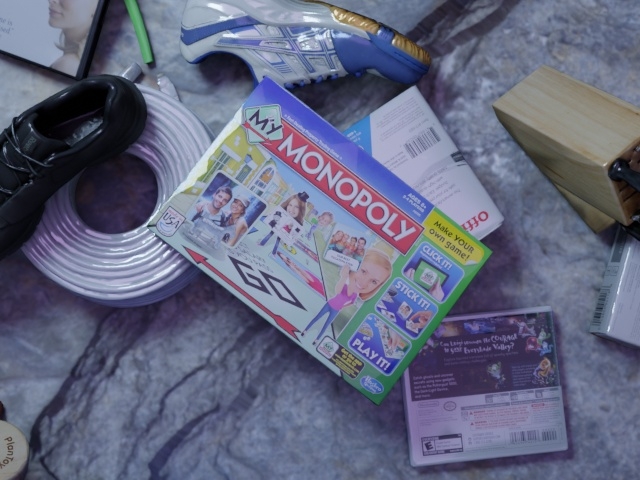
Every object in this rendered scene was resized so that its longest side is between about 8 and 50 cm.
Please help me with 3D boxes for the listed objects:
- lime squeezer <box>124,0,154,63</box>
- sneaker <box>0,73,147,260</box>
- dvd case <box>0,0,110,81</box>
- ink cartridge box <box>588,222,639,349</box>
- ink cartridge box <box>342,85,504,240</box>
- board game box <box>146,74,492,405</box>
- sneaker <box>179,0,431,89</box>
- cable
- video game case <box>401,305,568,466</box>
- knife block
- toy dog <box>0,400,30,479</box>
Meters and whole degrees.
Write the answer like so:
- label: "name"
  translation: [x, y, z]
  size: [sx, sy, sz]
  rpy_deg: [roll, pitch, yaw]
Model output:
- label: "lime squeezer"
  translation: [-0.291, -0.348, 1.227]
  size: [0.310, 0.059, 0.110]
  rpy_deg: [40, 83, -1]
- label: "sneaker"
  translation: [-0.310, -0.079, 1.078]
  size: [0.286, 0.130, 0.109]
  rpy_deg: [-45, 90, -3]
- label: "dvd case"
  translation: [-0.320, -0.332, 1.198]
  size: [0.180, 0.022, 0.253]
  rpy_deg: [20, 100, 4]
- label: "ink cartridge box"
  translation: [0.425, 0.070, 1.260]
  size: [0.179, 0.045, 0.146]
  rpy_deg: [20, 83, -21]
- label: "ink cartridge box"
  translation: [0.102, -0.061, 1.216]
  size: [0.139, 0.082, 0.191]
  rpy_deg: [-33, 90, -6]
- label: "board game box"
  translation: [0.000, 0.000, 1.138]
  size: [0.317, 0.046, 0.213]
  rpy_deg: [37, 85, -2]
- label: "sneaker"
  translation: [-0.021, -0.223, 1.225]
  size: [0.296, 0.112, 0.131]
  rpy_deg: [18, 101, -1]
- label: "cable"
  translation: [-0.229, -0.054, 1.188]
  size: [0.257, 0.089, 0.257]
  rpy_deg: [-37, 89, -6]
- label: "video game case"
  translation: [0.191, 0.172, 1.234]
  size: [0.190, 0.022, 0.173]
  rpy_deg: [-5, 86, -4]
- label: "knife block"
  translation: [0.326, -0.102, 1.145]
  size: [0.088, 0.242, 0.276]
  rpy_deg: [-37, 82, -7]
- label: "toy dog"
  translation: [-0.458, 0.236, 1.107]
  size: [0.333, 0.161, 0.220]
  rpy_deg: [19, 125, -30]
